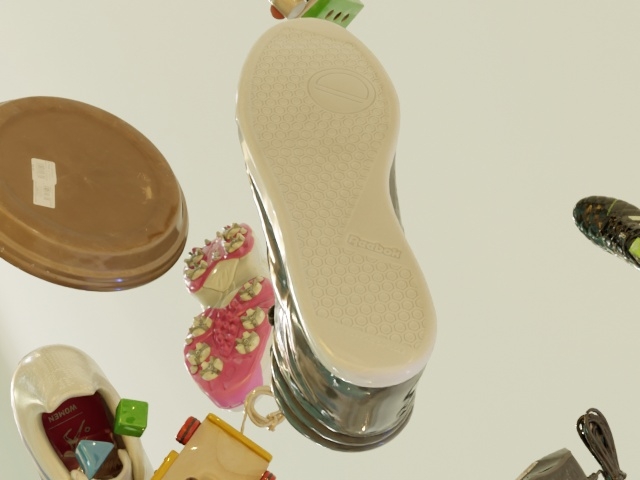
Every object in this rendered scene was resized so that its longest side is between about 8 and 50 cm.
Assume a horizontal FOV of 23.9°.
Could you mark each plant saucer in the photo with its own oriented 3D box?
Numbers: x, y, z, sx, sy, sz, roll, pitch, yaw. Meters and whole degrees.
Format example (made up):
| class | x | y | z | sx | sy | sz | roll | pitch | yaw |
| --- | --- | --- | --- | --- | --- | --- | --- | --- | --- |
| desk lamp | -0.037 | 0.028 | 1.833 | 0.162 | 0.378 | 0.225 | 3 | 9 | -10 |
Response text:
| class | x | y | z | sx | sy | sz | roll | pitch | yaw |
| --- | --- | --- | --- | --- | --- | --- | --- | --- | --- |
| plant saucer | -0.266 | -0.061 | 1.639 | 0.278 | 0.278 | 0.041 | 50 | -48 | 19 |

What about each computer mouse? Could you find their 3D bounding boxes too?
| class | x | y | z | sx | sy | sz | roll | pitch | yaw |
| --- | --- | --- | --- | --- | --- | --- | --- | --- | --- |
| computer mouse | 0.269 | 0.313 | 1.637 | 0.060 | 0.262 | 0.184 | -21 | -83 | 38 |

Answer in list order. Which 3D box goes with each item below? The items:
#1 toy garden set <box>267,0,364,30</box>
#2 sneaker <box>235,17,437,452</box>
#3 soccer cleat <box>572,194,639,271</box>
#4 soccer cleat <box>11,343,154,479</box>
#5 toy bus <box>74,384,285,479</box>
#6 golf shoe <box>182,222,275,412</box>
| class | x | y | z | sx | sy | sz | roll | pitch | yaw |
| --- | --- | --- | --- | --- | --- | --- | --- | --- | --- |
| toy garden set | 0.007 | -0.285 | 1.620 | 0.049 | 0.204 | 0.244 | 46 | -73 | 12 |
| sneaker | 0.000 | 0.000 | 0.945 | 0.147 | 0.104 | 0.296 | 101 | -18 | -50 |
| soccer cleat | 0.342 | 0.001 | 1.629 | 0.179 | 0.072 | 0.060 | 36 | -79 | 29 |
| soccer cleat | -0.205 | 0.255 | 1.457 | 0.143 | 0.116 | 0.331 | 29 | -35 | 63 |
| toy bus | -0.121 | 0.245 | 1.382 | 0.104 | 0.202 | 0.191 | 124 | -43 | -56 |
| golf shoe | -0.071 | 0.099 | 1.619 | 0.140 | 0.115 | 0.306 | 55 | 13 | -27 |
